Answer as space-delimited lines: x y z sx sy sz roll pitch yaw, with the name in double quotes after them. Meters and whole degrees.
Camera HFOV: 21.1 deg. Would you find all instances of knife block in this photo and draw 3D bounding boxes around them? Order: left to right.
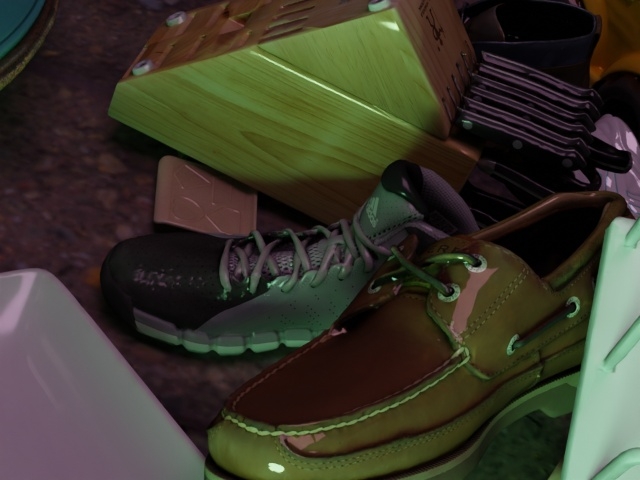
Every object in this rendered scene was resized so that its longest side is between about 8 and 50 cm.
0.041 -0.045 1.053 0.276 0.242 0.088 -12 29 26 "knife block"

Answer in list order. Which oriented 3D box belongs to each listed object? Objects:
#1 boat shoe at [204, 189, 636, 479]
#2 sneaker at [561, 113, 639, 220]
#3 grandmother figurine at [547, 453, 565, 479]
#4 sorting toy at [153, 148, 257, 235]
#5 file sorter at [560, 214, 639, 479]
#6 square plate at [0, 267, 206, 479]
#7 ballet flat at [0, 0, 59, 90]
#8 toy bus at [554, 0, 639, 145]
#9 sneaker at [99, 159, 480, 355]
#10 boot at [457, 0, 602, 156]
0.055 0.044 0.844 0.111 0.104 0.307 15 22 35 "boat shoe"
0.198 -0.009 1.100 0.061 0.053 0.152 -25 61 -10 "sneaker"
0.264 0.213 0.869 0.342 0.104 0.208 30 53 13 "grandmother figurine"
-0.069 -0.032 1.041 0.062 0.012 0.083 12 44 -13 "sorting toy"
0.209 0.122 0.744 0.193 0.173 0.277 12 76 2 "file sorter"
-0.207 0.144 0.741 0.347 0.049 0.344 -12 36 -30 "square plate"
-0.217 -0.171 1.050 0.123 0.123 0.348 13 48 -8 "ballet flat"
0.251 -0.174 1.159 0.149 0.211 0.220 -15 56 -34 "toy bus"
0.000 0.000 0.949 0.229 0.132 0.086 8 45 -14 "sneaker"
0.075 -0.125 1.118 0.219 0.106 0.082 11 45 -11 "boot"
